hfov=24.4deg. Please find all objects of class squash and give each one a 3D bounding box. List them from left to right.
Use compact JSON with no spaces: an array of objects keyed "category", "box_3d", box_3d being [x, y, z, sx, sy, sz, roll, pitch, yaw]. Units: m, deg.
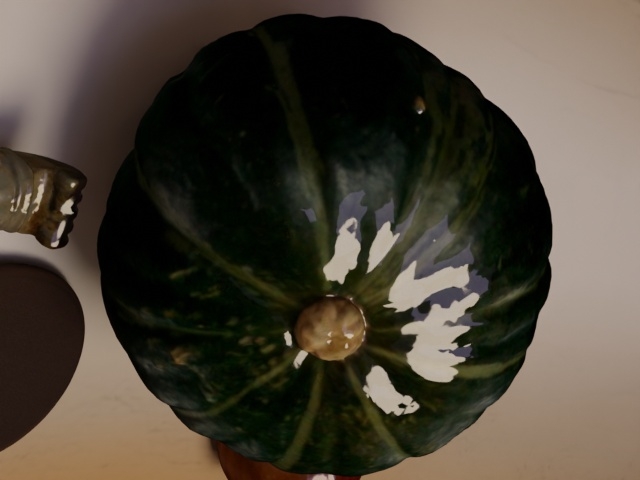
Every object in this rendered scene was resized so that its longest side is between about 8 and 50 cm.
[{"category":"squash","box_3d":[0.003,0.002,0.682,0.172,0.218,0.218,-78,172,-54]}]

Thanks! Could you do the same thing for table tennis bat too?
[{"category":"table tennis bat","box_3d":[-0.139,0.076,0.637,0.170,0.119,0.108,19,102,-54]}]

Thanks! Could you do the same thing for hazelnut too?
[{"category":"hazelnut","box_3d":[-0.016,0.117,0.840,0.086,0.086,0.086,-28,135,-32]}]

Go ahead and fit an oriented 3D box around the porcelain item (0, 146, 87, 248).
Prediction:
[{"category":"porcelain item","box_3d":[-0.187,-0.023,0.562,0.213,0.054,0.084,0,120,-47]}]
